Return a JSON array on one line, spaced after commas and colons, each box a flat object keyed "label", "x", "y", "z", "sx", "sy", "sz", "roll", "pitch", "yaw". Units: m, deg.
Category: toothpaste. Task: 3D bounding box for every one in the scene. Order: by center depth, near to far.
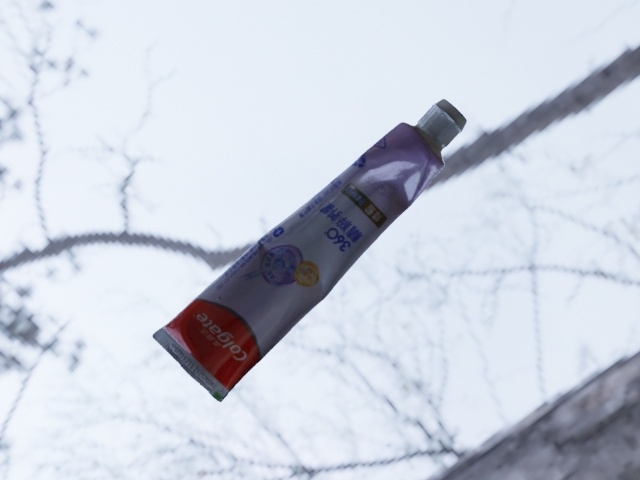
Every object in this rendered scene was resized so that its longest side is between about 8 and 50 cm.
[{"label": "toothpaste", "x": 0.000, "y": 0.000, "z": 1.381, "sx": 0.075, "sy": 0.301, "sz": 0.048, "roll": 46, "pitch": 179, "yaw": -12}]
